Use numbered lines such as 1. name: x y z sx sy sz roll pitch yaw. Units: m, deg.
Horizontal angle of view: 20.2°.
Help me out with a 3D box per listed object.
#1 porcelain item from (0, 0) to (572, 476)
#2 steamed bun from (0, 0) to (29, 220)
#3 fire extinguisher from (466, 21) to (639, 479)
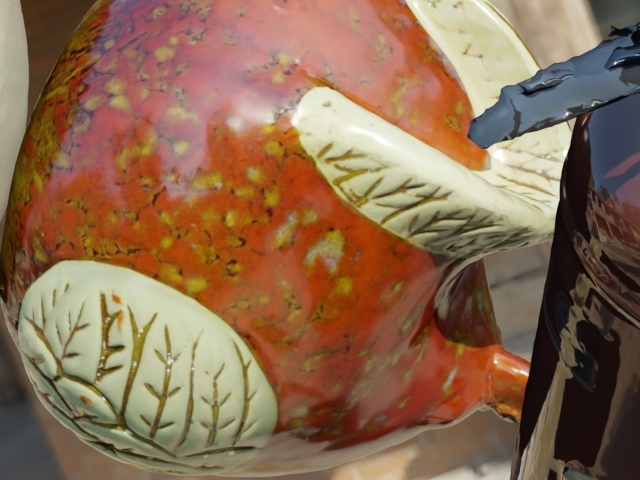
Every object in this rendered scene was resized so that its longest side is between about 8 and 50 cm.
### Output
1. porcelain item: 0.000 0.000 0.731 0.253 0.253 0.253 -21 9 4
2. steamed bun: -0.286 -0.123 0.867 0.241 0.374 0.374 -42 15 -16
3. fire extinguisher: 0.094 0.029 0.488 0.138 0.344 0.102 -18 52 -16
